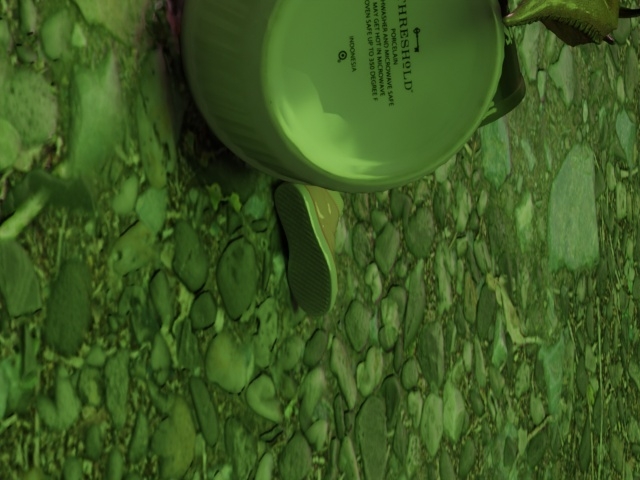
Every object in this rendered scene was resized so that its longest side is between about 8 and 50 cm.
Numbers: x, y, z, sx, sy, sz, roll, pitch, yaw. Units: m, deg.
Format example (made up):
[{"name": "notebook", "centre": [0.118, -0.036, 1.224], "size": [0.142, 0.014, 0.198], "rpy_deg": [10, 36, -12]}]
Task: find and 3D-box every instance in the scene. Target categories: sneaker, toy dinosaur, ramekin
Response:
[{"name": "sneaker", "centre": [0.000, 0.000, 1.586], "size": [0.070, 0.051, 0.134], "rpy_deg": [-32, 113, -55]}, {"name": "toy dinosaur", "centre": [0.213, -0.224, 1.438], "size": [0.296, 0.127, 0.200], "rpy_deg": [-81, 156, -55]}, {"name": "ramekin", "centre": [0.028, -0.163, 1.400], "size": [0.127, 0.272, 0.273], "rpy_deg": [-141, -145, -63]}]

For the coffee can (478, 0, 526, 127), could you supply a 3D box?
[{"name": "coffee can", "centre": [0.070, -0.250, 1.574], "size": [0.201, 0.201, 0.275], "rpy_deg": [-49, 131, -54]}]
